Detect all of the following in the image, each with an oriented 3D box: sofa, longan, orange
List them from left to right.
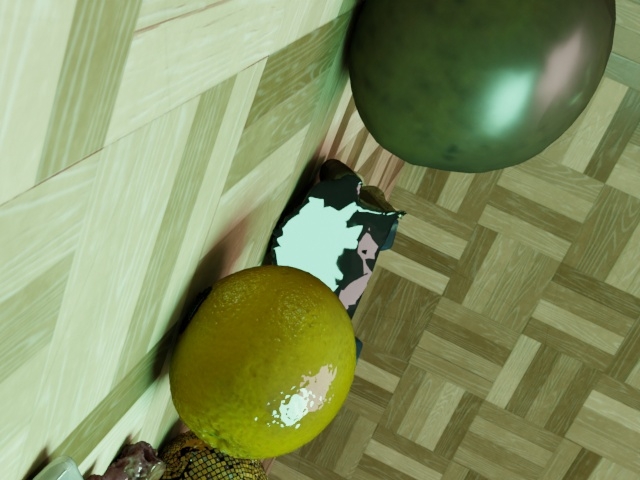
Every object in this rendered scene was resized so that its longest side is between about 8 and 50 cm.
[{"bbox_3d":[-0.177,0.388,1.347,0.234,0.182,0.234,-50,169,-13],"label":"orange"},{"bbox_3d":[-0.066,0.140,1.091,0.236,0.236,0.236,-63,173,-13],"label":"orange"},{"bbox_3d":[0.000,0.000,1.502,0.200,0.182,0.258,-114,-132,-75],"label":"sofa"},{"bbox_3d":[0.213,-0.276,1.257,0.404,0.336,0.404,-27,-121,58],"label":"longan"}]

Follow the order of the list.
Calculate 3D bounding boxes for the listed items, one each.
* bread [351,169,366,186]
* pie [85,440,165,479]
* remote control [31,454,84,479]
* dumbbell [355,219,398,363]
[{"bbox_3d":[0.018,-0.007,1.915,0.316,0.054,0.316,-62,175,-10],"label":"bread"},{"bbox_3d":[-0.247,0.326,1.047,0.204,0.054,0.218,-68,173,21],"label":"pie"},{"bbox_3d":[-0.237,0.285,0.882,0.067,0.029,0.261,-46,152,-30],"label":"remote control"},{"bbox_3d":[0.030,0.082,1.695,0.156,0.143,0.316,6,103,-51],"label":"dumbbell"}]
